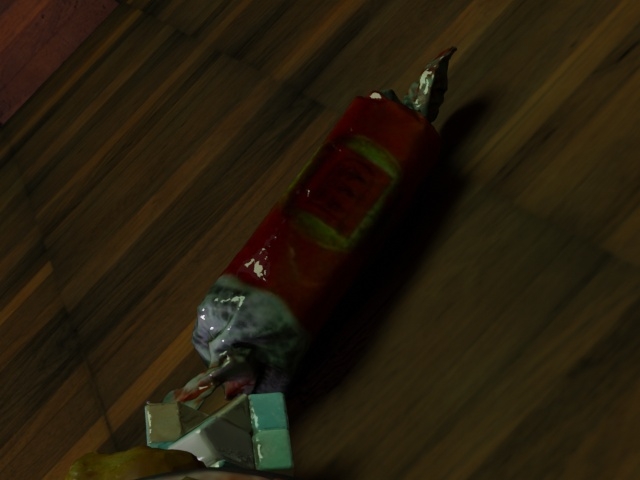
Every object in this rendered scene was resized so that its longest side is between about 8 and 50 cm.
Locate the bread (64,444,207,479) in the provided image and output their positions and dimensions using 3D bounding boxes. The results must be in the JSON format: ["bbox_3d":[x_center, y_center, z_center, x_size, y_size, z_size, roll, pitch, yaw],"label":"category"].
[{"bbox_3d":[-0.093,0.198,0.424,0.077,0.139,0.271,0,46,28],"label":"bread"}]

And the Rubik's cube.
[{"bbox_3d":[-0.037,0.105,0.571,0.084,0.073,0.075,108,158,-64],"label":"Rubik's cube"}]

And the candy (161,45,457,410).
[{"bbox_3d":[0.001,0.000,0.688,0.292,0.059,0.086,-55,-7,-27],"label":"candy"}]

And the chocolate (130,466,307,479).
[{"bbox_3d":[-0.023,0.168,0.324,0.147,0.221,0.221,-55,8,48],"label":"chocolate"}]
